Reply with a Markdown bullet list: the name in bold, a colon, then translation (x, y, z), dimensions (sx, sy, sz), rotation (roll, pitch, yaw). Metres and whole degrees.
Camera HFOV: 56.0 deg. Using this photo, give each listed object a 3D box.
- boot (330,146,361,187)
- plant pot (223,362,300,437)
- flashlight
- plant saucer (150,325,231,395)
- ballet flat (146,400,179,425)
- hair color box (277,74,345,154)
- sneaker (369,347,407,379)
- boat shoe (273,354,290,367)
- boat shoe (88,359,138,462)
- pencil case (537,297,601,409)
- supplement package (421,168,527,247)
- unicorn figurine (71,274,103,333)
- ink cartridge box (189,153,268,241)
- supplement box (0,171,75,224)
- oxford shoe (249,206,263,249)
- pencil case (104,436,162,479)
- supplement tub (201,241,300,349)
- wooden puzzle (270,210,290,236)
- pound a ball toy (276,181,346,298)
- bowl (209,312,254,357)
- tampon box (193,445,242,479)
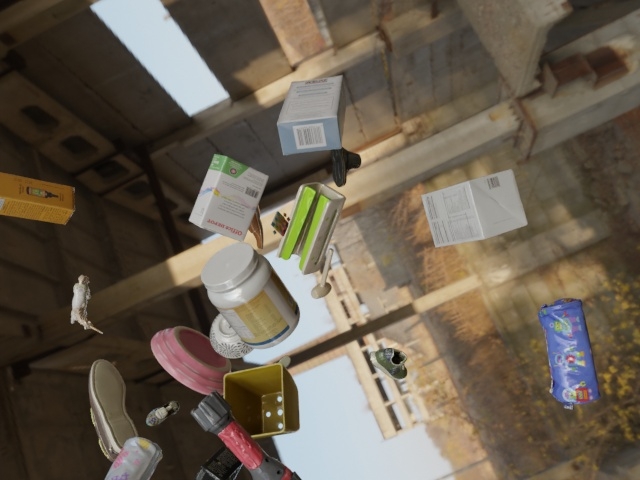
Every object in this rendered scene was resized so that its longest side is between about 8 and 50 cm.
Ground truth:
- **boot**: translation (0.122, -0.302, 2.507), dimensions (0.137, 0.077, 0.197), rotation (14, -118, -33)
- **plant pot**: translation (-0.171, 0.533, 1.927), dimensions (0.187, 0.212, 0.212), rotation (45, -146, -55)
- **flashlight**: translation (-0.166, 0.474, 1.350), dimensions (0.304, 0.103, 0.103), rotation (48, -148, 2)
- **plant saucer**: translation (-0.448, 0.418, 2.167), dimensions (0.332, 0.084, 0.332), rotation (37, -174, -5)
- **ballet flat**: translation (-0.410, 0.448, 1.580), dimensions (0.041, 0.041, 0.114), rotation (65, -156, 5)
- **hair color box**: translation (-0.019, -0.414, 1.952), dimensions (0.374, 0.186, 0.113), rotation (-82, -15, -56)
- **sneaker**: translation (0.242, 0.387, 1.899), dimensions (0.192, 0.086, 0.064), rotation (36, -141, -41)
- **boat shoe**: translation (-0.169, 0.495, 2.319), dimensions (0.049, 0.137, 0.043), rotation (46, 173, 2)
- **boat shoe**: translation (-0.665, 0.532, 1.888), dimensions (0.117, 0.096, 0.324), rotation (5, -133, -49)
- **pencil case**: translation (0.711, 0.320, 1.732), dimensions (0.119, 0.133, 0.305), rotation (8, -107, -68)
- **supplement package**: translation (0.519, -0.105, 2.055), dimensions (0.263, 0.199, 0.197), rotation (-15, 91, 64)
- **unicorn figurine**: translation (-0.570, 0.159, 1.437), dimensions (0.111, 0.060, 0.161), rotation (-37, 67, 63)
- **ink cartridge box**: translation (-0.348, -0.159, 2.287), dimensions (0.201, 0.278, 0.117), rotation (23, 178, -37)
- **supplement box**: translation (-0.710, -0.102, 1.421), dimensions (0.234, 0.080, 0.078), rotation (10, -128, -36)
- **oxford shoe**: translation (-0.287, -0.059, 2.600), dimensions (0.076, 0.076, 0.212), rotation (-108, 7, -74)
- **pencil case**: translation (-0.525, 0.661, 1.603), dimensions (0.113, 0.124, 0.273), rotation (51, -151, -21)
- **supplement tub**: translation (-0.145, 0.116, 1.259), dimensions (0.199, 0.144, 0.144), rotation (60, -173, -33)
- **wooden puzzle**: translation (-0.104, -0.044, 1.564), dimensions (0.049, 0.006, 0.083), rotation (46, -135, -29)
- **pound a ball toy**: translation (0.000, 0.000, 1.937), dimensions (0.208, 0.319, 0.136), rotation (32, -153, 27)
- **bowl**: translation (-0.271, 0.272, 1.861), dimensions (0.080, 0.170, 0.170), rotation (72, 175, -63)
- **tampon box**: translation (-0.369, 0.837, 2.144), dimensions (0.102, 0.120, 0.161), rotation (32, -165, 13)
